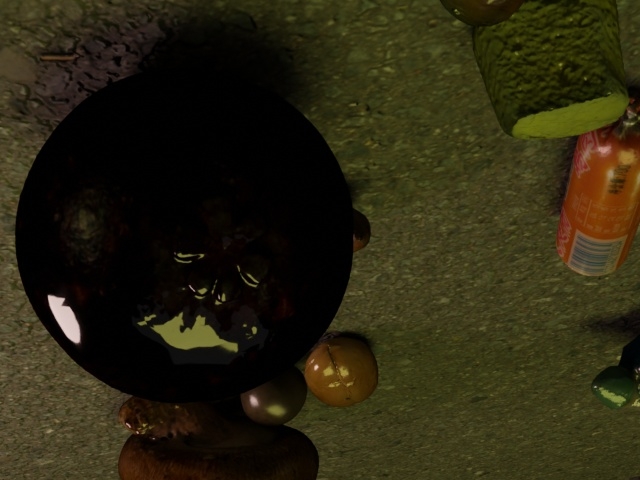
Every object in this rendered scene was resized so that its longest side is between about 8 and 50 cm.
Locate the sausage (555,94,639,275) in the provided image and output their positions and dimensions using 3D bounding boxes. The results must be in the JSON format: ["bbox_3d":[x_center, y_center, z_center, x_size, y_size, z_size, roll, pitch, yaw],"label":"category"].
[{"bbox_3d":[0.321,-0.063,1.135,0.093,0.093,0.312,-11,154,2],"label":"sausage"}]

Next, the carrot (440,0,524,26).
[{"bbox_3d":[0.167,-0.266,0.708,0.078,0.078,0.298,2,148,-22],"label":"carrot"}]

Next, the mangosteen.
[{"bbox_3d":[-0.112,-0.012,0.910,0.297,0.297,0.313,-15,-163,11],"label":"mangosteen"}]

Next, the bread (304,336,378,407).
[{"bbox_3d":[0.038,0.213,1.596,0.114,0.077,0.189,-33,147,-4],"label":"bread"}]

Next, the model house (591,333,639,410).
[{"bbox_3d":[0.601,0.203,1.602,0.284,0.243,0.298,16,133,-34],"label":"model house"}]

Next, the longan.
[{"bbox_3d":[-0.073,0.232,1.600,0.106,0.106,0.119,-4,111,-11],"label":"longan"}]

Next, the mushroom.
[{"bbox_3d":[-0.166,0.372,1.673,0.345,0.345,0.239,10,112,-33],"label":"mushroom"}]

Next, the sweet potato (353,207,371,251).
[{"bbox_3d":[0.003,-0.006,1.188,0.068,0.068,0.226,5,168,-27],"label":"sweet potato"}]

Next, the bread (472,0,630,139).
[{"bbox_3d":[0.205,-0.152,0.897,0.129,0.114,0.111,-15,160,19],"label":"bread"}]
